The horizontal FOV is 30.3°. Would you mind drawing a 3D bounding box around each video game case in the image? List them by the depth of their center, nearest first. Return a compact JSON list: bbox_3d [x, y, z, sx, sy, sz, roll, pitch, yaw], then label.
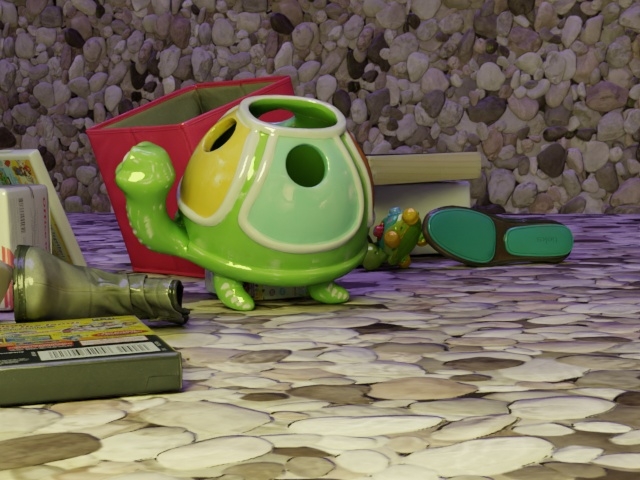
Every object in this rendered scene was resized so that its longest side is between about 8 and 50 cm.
[{"bbox_3d":[-0.279,0.107,1.044,0.275,0.035,0.248,-3,5,-17],"label":"video game case"},{"bbox_3d":[-0.508,-0.048,1.983,0.206,0.227,0.026,2,32,34],"label":"video game case"}]

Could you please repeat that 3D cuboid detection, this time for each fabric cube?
[{"bbox_3d":[-0.183,-0.107,1.952,0.259,0.258,0.254,2,24,44],"label":"fabric cube"}]

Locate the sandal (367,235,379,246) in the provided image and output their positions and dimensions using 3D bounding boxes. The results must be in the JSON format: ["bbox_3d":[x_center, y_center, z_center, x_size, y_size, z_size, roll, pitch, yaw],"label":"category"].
[{"bbox_3d":[-0.001,0.000,2.023,0.303,0.086,0.120,-1,4,-1],"label":"sandal"}]

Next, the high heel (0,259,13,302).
[{"bbox_3d":[-0.476,0.056,1.328,0.186,0.093,0.261,6,15,15],"label":"high heel"}]

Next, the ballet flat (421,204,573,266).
[{"bbox_3d":[0.285,0.002,1.980,0.280,0.095,0.096,8,-9,-18],"label":"ballet flat"}]

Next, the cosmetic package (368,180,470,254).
[{"bbox_3d":[0.140,-0.045,2.242,0.224,0.138,0.225,-3,3,-15],"label":"cosmetic package"}]

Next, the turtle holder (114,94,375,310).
[{"bbox_3d":[-0.085,-0.068,1.517,0.320,0.227,0.243,13,29,3],"label":"turtle holder"}]

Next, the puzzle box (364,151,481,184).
[{"bbox_3d":[0.058,-0.132,2.185,0.272,0.052,0.409,-6,6,-38],"label":"puzzle box"}]

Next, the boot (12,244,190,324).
[{"bbox_3d":[-0.225,0.051,1.255,0.161,0.083,0.246,-1,-8,3],"label":"boot"}]

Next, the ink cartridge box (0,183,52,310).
[{"bbox_3d":[-0.432,0.005,1.600,0.092,0.158,0.218,-2,4,3],"label":"ink cartridge box"}]

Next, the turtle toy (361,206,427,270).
[{"bbox_3d":[0.117,-0.001,1.932,0.066,0.130,0.095,32,-16,34],"label":"turtle toy"}]

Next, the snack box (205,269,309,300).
[{"bbox_3d":[-0.089,0.056,1.626,0.100,0.037,0.141,-5,7,-25],"label":"snack box"}]
